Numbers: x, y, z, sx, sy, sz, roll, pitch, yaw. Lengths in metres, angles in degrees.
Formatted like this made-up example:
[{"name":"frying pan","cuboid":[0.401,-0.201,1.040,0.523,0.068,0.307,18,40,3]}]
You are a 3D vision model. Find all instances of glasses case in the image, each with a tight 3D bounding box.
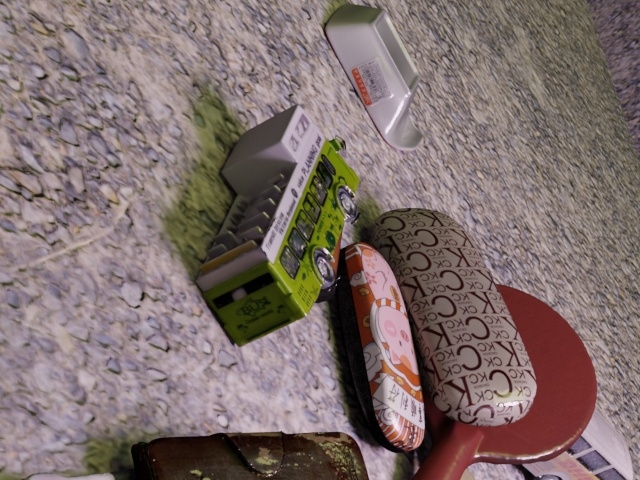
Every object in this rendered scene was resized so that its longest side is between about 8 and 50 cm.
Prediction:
[{"name":"glasses case","cuboid":[0.071,0.126,1.802,0.103,0.067,0.267,31,41,-52]},{"name":"glasses case","cuboid":[0.162,0.089,1.900,0.137,0.085,0.355,-1,43,-20]}]

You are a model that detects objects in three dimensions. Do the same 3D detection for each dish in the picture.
[{"name":"dish","cuboid":[0.100,-0.247,2.225,0.234,0.064,0.154,61,23,-15]}]

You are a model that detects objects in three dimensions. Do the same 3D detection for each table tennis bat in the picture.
[{"name":"table tennis bat","cuboid":[0.206,0.198,1.897,0.268,0.051,0.415,29,44,7]}]

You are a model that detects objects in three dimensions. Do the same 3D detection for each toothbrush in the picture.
[{"name":"toothbrush","cuboid":[-0.170,0.204,1.271,0.288,0.026,0.024,11,57,-65]}]

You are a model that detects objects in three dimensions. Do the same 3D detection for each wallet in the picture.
[{"name":"wallet","cuboid":[-0.050,0.222,1.315,0.232,0.031,0.122,2,57,-36]}]

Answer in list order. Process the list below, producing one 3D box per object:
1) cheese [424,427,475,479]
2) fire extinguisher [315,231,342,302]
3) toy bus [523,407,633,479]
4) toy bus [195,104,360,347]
[{"name":"cheese","cuboid":[0.157,0.281,1.876,0.097,0.037,0.192,15,49,-62]},{"name":"fire extinguisher","cuboid":[0.000,0.000,1.793,0.062,0.050,0.177,55,25,-29]},{"name":"toy bus","cuboid":[0.318,0.265,2.114,0.342,0.138,0.097,44,32,-43]},{"name":"toy bus","cuboid":[-0.046,-0.020,1.646,0.139,0.113,0.302,53,27,-20]}]
